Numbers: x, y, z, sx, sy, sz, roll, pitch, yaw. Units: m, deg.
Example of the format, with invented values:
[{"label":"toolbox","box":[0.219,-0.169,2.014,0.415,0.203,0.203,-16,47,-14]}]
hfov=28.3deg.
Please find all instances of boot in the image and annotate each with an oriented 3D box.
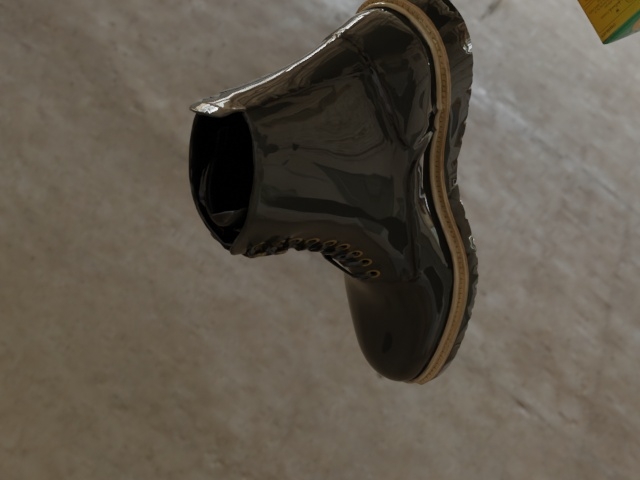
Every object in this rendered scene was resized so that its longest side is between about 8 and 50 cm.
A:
[{"label":"boot","box":[0.000,0.000,0.558,0.077,0.197,0.137,19,37,39]}]

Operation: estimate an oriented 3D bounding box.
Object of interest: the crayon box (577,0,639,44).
[{"label":"crayon box","box":[0.252,-0.276,0.866,0.081,0.278,0.165,-23,80,-27]}]
